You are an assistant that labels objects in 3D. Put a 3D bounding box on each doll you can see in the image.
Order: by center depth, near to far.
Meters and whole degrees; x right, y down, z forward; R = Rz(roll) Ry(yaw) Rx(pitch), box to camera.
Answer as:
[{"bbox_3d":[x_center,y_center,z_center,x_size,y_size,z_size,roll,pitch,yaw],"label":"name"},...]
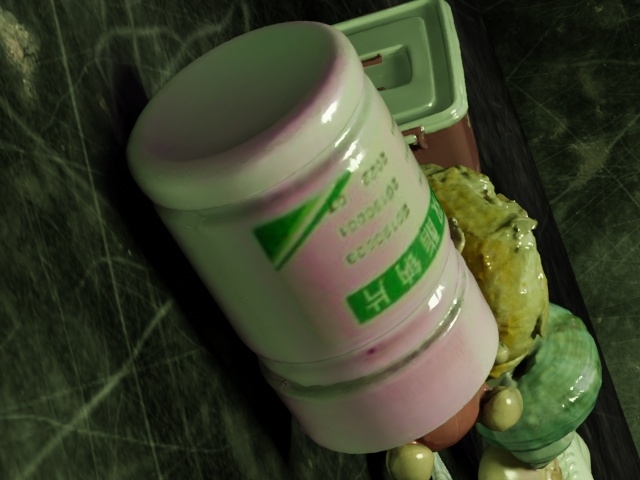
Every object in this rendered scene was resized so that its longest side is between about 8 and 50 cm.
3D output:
[{"bbox_3d":[0.096,0.107,1.645,0.196,0.152,0.255,-46,125,-49],"label":"doll"}]

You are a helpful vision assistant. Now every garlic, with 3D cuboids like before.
[{"bbox_3d":[0.255,0.336,2.080,0.174,0.099,0.124,61,36,-15],"label":"garlic"}]

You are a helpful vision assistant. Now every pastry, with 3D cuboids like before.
[{"bbox_3d":[0.149,0.040,1.792,0.257,0.121,0.235,35,-46,36],"label":"pastry"}]

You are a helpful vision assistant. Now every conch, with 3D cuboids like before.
[{"bbox_3d":[0.237,0.166,1.988,0.195,0.220,0.277,26,-35,59],"label":"conch"}]

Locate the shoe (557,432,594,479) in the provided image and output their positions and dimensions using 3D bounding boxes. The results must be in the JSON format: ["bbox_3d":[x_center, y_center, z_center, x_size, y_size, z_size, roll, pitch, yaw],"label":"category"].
[{"bbox_3d":[0.364,0.357,2.440,0.110,0.095,0.265,56,14,-25],"label":"shoe"}]

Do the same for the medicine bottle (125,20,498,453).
[{"bbox_3d":[0.000,0.000,1.371,0.212,0.212,0.325,-89,154,-54],"label":"medicine bottle"}]

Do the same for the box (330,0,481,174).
[{"bbox_3d":[0.094,-0.145,1.972,0.294,0.193,0.167,-92,165,-52],"label":"box"}]

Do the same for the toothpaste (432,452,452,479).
[{"bbox_3d":[0.165,0.361,1.773,0.114,0.073,0.299,59,11,-32],"label":"toothpaste"}]
